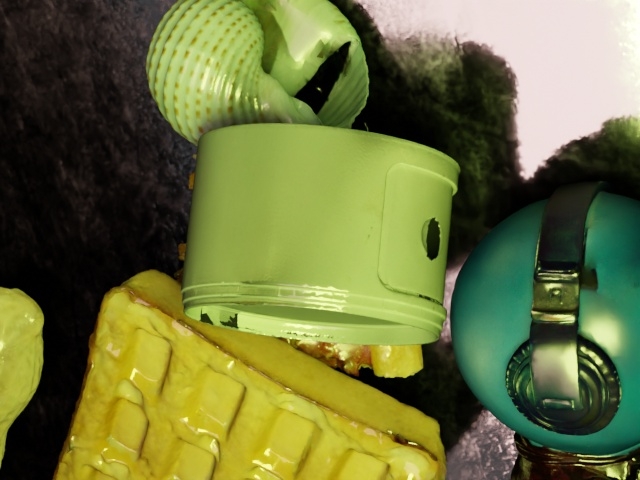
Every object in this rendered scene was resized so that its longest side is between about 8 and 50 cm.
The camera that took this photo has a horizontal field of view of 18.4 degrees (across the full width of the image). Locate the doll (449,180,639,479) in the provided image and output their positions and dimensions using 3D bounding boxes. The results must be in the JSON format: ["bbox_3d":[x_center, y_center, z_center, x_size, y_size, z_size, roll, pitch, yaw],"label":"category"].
[{"bbox_3d":[0.234,0.103,1.665,0.240,0.284,0.309,0,116,19],"label":"doll"}]

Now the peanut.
[{"bbox_3d":[-0.350,0.156,1.939,0.124,0.123,0.256,26,108,8],"label":"peanut"}]

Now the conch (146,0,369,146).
[{"bbox_3d":[-0.061,-0.138,1.753,0.200,0.172,0.131,52,141,4],"label":"conch"}]

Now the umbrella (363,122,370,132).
[{"bbox_3d":[0.064,-0.052,1.811,0.022,0.013,0.122,-28,95,9],"label":"umbrella"}]

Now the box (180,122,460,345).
[{"bbox_3d":[0.000,0.000,1.671,0.226,0.226,0.149,3,80,16],"label":"box"}]

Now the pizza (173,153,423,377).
[{"bbox_3d":[-0.050,0.051,1.838,0.229,0.081,0.289,-39,93,22],"label":"pizza"}]

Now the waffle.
[{"bbox_3d":[-0.071,0.207,1.845,0.348,0.077,0.304,28,128,7],"label":"waffle"}]
